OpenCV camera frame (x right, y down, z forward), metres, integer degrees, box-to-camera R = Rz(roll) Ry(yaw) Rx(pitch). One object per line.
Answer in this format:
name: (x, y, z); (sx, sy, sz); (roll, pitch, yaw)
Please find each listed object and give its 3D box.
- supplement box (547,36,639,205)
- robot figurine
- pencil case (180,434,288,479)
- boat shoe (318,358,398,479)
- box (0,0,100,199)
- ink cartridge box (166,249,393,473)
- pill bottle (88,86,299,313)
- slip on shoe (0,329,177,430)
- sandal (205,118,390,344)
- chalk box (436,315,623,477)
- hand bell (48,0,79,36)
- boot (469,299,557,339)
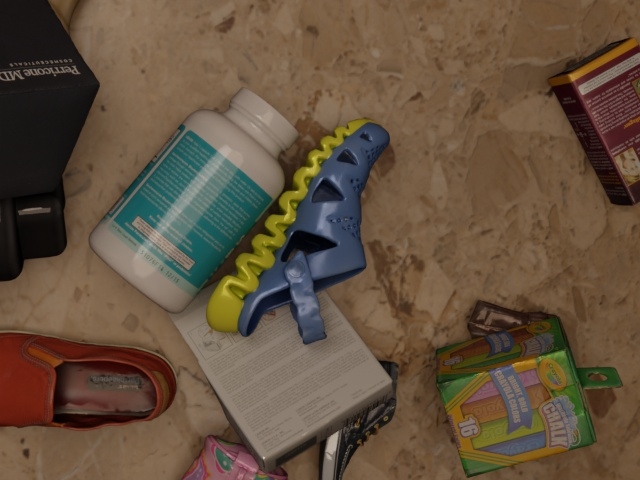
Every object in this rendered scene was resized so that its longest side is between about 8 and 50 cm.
supplement box: (0.385, -0.150, 1.672); (0.104, 0.081, 0.188); (-29, 97, -6)
robot figurine: (-0.434, -0.034, 1.505); (0.278, 0.209, 0.174); (-3, 107, -9)
pencil case: (-0.150, 0.382, 1.603); (0.124, 0.124, 0.284); (29, 88, -9)
boat shoe: (0.048, 0.235, 1.650); (0.083, 0.065, 0.183); (10, 90, -5)
box: (-0.462, -0.196, 1.356); (0.343, 0.179, 0.312); (-12, 57, -38)
ink cartridge box: (-0.050, 0.140, 1.606); (0.189, 0.066, 0.232); (-29, 61, -17)
pill bottle: (-0.142, -0.053, 1.564); (0.146, 0.146, 0.264); (40, 88, -9)
slip on shoe: (-0.337, 0.174, 1.572); (0.331, 0.101, 0.123); (3, 95, -8)
sandal: (0.000, 0.000, 1.579); (0.138, 0.126, 0.317); (31, 83, 9)
chalk box: (0.261, 0.184, 1.618); (0.213, 0.132, 0.132); (-17, 102, 8)
hand bell: (-0.268, -0.357, 1.561); (0.126, 0.126, 0.242); (43, 75, -9)
boot: (0.241, 0.136, 1.692); (0.114, 0.037, 0.106); (8, 92, -7)
